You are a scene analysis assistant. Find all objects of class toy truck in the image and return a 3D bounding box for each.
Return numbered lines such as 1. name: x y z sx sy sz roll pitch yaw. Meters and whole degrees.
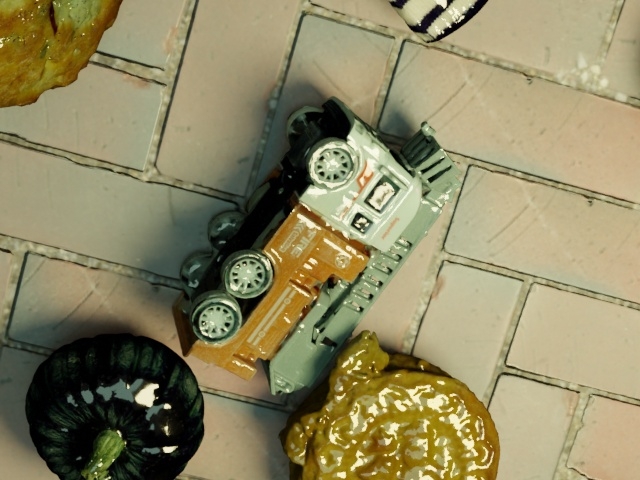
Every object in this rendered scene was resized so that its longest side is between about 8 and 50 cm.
1. toy truck: 0.000 0.000 1.324 0.184 0.133 0.338 33 102 -23

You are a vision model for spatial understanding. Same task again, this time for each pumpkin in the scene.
1. pumpkin: -0.220 0.187 1.345 0.194 0.150 0.194 -5 101 -26

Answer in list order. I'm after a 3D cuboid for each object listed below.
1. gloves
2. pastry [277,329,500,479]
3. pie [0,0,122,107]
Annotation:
1. gloves: 0.076 -0.316 1.255 0.140 0.131 0.219 -39 113 3
2. pastry: 0.071 0.239 1.392 0.235 0.132 0.240 32 94 -8
3. pie: -0.269 -0.272 1.139 0.103 0.355 0.288 32 64 16
